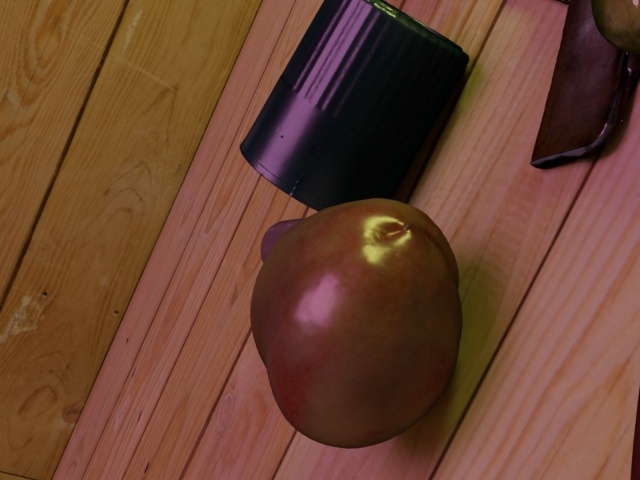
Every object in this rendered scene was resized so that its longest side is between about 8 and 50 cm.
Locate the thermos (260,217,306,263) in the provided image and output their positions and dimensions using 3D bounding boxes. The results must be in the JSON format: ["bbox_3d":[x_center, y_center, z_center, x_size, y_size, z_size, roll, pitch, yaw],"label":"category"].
[{"bbox_3d":[0.000,0.000,1.383,0.137,0.105,0.193,-43,16,-25],"label":"thermos"}]

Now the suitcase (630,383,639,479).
[{"bbox_3d":[0.305,0.113,0.419,0.297,0.161,0.237,-134,42,-65],"label":"suitcase"}]

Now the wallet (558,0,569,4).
[{"bbox_3d":[0.302,-0.365,1.104,0.176,0.026,0.095,-119,48,-64],"label":"wallet"}]

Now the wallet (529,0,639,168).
[{"bbox_3d":[0.307,-0.206,0.942,0.137,0.031,0.255,-6,65,64],"label":"wallet"}]

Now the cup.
[{"bbox_3d":[0.071,-0.203,1.276,0.242,0.307,0.292,41,111,32],"label":"cup"}]

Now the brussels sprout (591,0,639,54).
[{"bbox_3d":[0.333,-0.251,0.815,0.155,0.117,0.155,-3,87,56],"label":"brussels sprout"}]

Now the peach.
[{"bbox_3d":[0.040,0.088,0.996,0.292,0.247,0.293,-172,90,-86],"label":"peach"}]
